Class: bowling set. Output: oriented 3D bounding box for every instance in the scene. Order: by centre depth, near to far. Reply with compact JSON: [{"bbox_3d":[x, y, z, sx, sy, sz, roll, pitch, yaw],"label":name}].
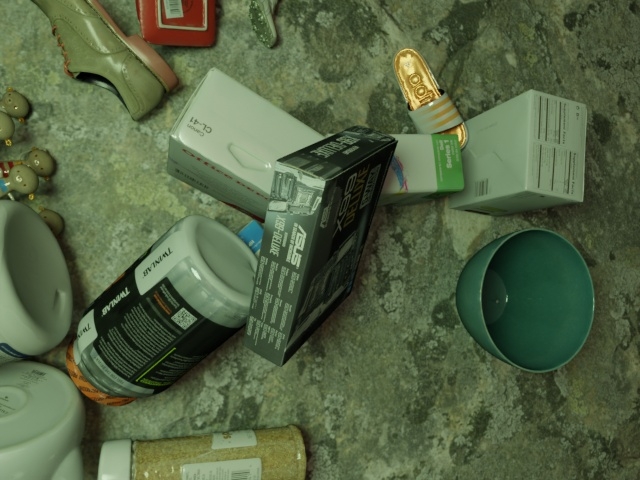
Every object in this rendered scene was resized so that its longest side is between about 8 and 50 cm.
[{"bbox_3d":[-0.518,-0.120,0.804,0.154,0.200,0.287,-24,98,-20],"label":"bowling set"}]

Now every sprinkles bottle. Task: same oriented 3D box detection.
[{"bbox_3d":[-0.208,0.410,0.908,0.355,0.121,0.122,2,85,-19],"label":"sprinkles bottle"}]

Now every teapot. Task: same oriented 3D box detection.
[{"bbox_3d":[-0.501,0.321,0.776,0.252,0.256,0.187,-2,116,-38],"label":"teapot"}]

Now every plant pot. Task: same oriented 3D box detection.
[{"bbox_3d":[0.412,0.126,1.104,0.289,0.195,0.291,1,86,-20],"label":"plant pot"}]

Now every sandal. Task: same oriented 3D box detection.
[{"bbox_3d":[0.232,-0.310,1.119,0.101,0.076,0.265,-30,91,20],"label":"sandal"}]

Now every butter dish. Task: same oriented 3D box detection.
[{"bbox_3d":[-0.290,-0.457,0.949,0.159,0.118,0.160,-18,123,-43],"label":"butter dish"}]

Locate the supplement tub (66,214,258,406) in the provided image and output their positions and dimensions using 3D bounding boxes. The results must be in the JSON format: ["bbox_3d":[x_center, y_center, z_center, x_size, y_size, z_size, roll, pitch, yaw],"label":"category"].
[{"bbox_3d":[-0.254,0.123,0.819,0.316,0.194,0.194,-40,101,16],"label":"supplement tub"}]

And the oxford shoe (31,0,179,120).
[{"bbox_3d":[-0.428,-0.361,0.889,0.348,0.123,0.130,39,80,-11],"label":"oxford shoe"}]

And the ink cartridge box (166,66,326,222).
[{"bbox_3d":[-0.137,-0.140,0.873,0.226,0.306,0.131,29,78,-16],"label":"ink cartridge box"}]

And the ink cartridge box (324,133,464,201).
[{"bbox_3d":[0.112,-0.135,1.015,0.277,0.201,0.117,-4,87,-19],"label":"ink cartridge box"}]

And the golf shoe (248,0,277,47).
[{"bbox_3d":[-0.111,-0.492,1.037,0.085,0.069,0.176,-21,94,-25],"label":"golf shoe"}]

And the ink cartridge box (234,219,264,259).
[{"bbox_3d":[-0.091,0.076,0.965,0.078,0.134,0.231,-44,100,-17],"label":"ink cartridge box"}]

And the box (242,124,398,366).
[{"bbox_3d":[0.000,0.000,0.755,0.076,0.242,0.308,25,121,18],"label":"box"}]

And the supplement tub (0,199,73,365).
[{"bbox_3d":[-0.567,0.090,0.727,0.324,0.235,0.236,-16,91,-6],"label":"supplement tub"}]

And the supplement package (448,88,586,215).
[{"bbox_3d":[0.417,-0.173,1.091,0.145,0.262,0.204,7,84,-18],"label":"supplement package"}]
